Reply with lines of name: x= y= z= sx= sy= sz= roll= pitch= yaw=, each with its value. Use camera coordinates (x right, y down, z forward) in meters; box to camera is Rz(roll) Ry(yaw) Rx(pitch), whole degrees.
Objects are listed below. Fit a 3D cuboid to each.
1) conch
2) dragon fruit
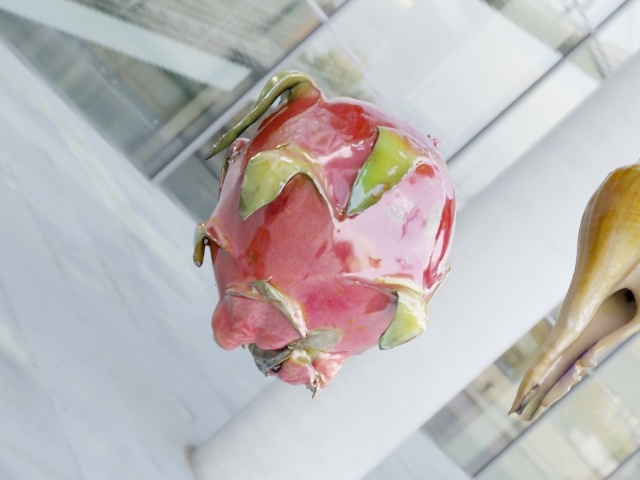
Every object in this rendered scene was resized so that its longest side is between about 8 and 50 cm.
conch: x=0.272 y=0.029 z=1.041 sx=0.109 sy=0.330 sz=0.093 roll=32 pitch=3 yaw=-5
dragon fruit: x=0.002 y=-0.005 z=0.905 sx=0.224 sy=0.227 sz=0.224 roll=17 pitch=-42 yaw=16
